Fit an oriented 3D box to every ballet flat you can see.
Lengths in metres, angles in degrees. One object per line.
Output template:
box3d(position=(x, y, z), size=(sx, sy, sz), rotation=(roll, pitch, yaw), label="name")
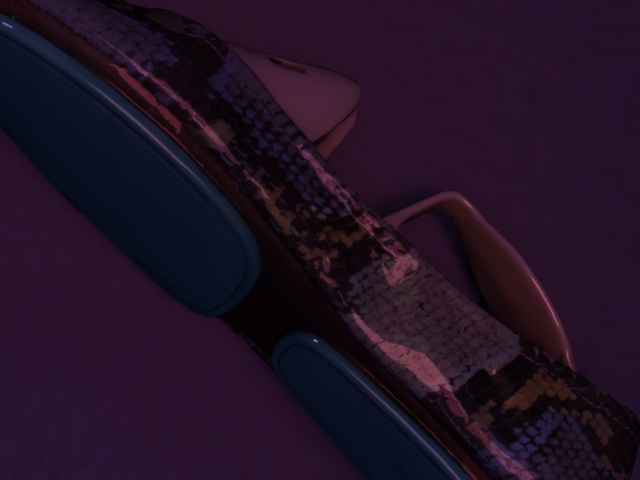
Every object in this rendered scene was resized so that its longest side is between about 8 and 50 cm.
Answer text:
box3d(position=(0.000, 0.000, 0.452), size=(0.070, 0.070, 0.188), rotation=(-43, 97, -4), label="ballet flat")
